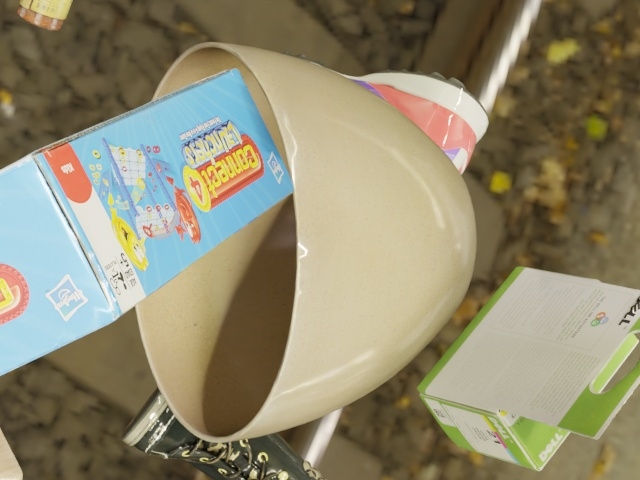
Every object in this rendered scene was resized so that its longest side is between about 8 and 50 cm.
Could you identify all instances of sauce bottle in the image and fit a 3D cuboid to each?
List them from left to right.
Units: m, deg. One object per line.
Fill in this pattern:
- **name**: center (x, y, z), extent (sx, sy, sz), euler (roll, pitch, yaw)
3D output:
- **sauce bottle**: center (-0.207, -0.234, 1.445), extent (0.042, 0.042, 0.128), euler (5, 115, -52)

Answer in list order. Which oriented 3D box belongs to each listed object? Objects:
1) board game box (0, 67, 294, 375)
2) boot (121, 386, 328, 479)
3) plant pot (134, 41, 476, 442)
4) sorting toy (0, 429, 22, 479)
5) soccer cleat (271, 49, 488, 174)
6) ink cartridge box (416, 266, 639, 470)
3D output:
- **board game box**: center (-0.200, 0.026, 0.986), extent (0.086, 0.308, 0.302), euler (63, 20, -5)
- **boot**: center (-0.082, 0.200, 1.668), extent (0.085, 0.178, 0.236), euler (-50, 173, 6)
- **plant pot**: center (0.000, 0.000, 1.308), extent (0.191, 0.284, 0.284), euler (-1, 106, -29)
- **sorting toy**: center (-0.439, 0.144, 1.672), extent (0.257, 0.255, 0.089), euler (-10, 136, -31)
- **soccer cleat**: center (0.005, -0.103, 1.701), extent (0.108, 0.318, 0.116), euler (50, 59, -45)
- **ink cartridge box**: center (0.252, 0.137, 1.794), extent (0.189, 0.255, 0.097), euler (-48, 122, -22)
